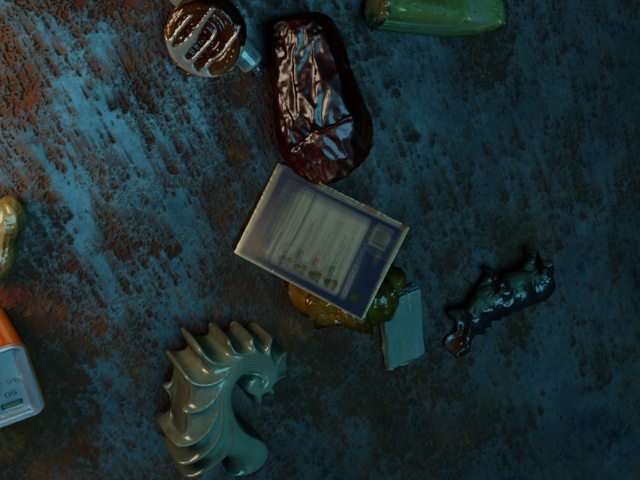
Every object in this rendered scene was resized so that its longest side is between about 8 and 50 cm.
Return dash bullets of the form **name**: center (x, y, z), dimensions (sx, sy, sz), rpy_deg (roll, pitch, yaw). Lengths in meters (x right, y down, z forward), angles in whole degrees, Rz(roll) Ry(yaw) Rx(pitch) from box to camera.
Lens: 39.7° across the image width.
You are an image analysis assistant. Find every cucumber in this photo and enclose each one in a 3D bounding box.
- **cucumber**: center (0.246, -0.506, 1.894), dimensions (0.325, 0.105, 0.145), rpy_deg (-1, 85, -26)

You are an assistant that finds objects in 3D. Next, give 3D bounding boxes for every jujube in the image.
- **jujube**: center (-0.010, -0.292, 1.802), dimensions (0.216, 0.216, 0.342), rpy_deg (-23, 112, -16)

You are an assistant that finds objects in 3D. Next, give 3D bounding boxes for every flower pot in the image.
- **flower pot**: center (-0.226, 0.367, 1.997), dimensions (0.254, 0.164, 0.368), rpy_deg (1, 110, -33)

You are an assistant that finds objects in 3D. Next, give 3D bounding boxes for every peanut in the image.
- **peanut**: center (-0.615, 0.002, 1.687), dimensions (0.089, 0.089, 0.193), rpy_deg (11, 105, -30)

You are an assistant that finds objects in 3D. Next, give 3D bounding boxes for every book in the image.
- **book**: center (0.000, 0.000, 1.904), dimensions (0.322, 0.018, 0.228), rpy_deg (28, 94, 11)

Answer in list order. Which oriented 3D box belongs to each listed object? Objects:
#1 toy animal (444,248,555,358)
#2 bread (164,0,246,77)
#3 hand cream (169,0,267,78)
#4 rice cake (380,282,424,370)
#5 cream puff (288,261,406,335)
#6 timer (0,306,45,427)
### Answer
- **toy animal**: center (0.449, 0.154, 2.284), dimensions (0.343, 0.106, 0.168), rpy_deg (-33, 130, -3)
- **bread**: center (-0.218, -0.388, 1.690), dimensions (0.160, 0.073, 0.161), rpy_deg (0, 125, 0)
- **hand cream**: center (-0.193, -0.414, 1.744), dimensions (0.080, 0.050, 0.234), rpy_deg (-41, 120, 5)
- **rice cake**: center (0.204, 0.221, 2.225), dimensions (0.124, 0.038, 0.211), rpy_deg (-22, 120, -17)
- **cream puff**: center (0.061, 0.110, 2.005), dimensions (0.268, 0.241, 0.155), rpy_deg (-3, 112, 5)
- **timer**: center (-0.692, 0.283, 1.729), dimensions (0.257, 0.161, 0.250), rpy_deg (-18, 127, -20)
